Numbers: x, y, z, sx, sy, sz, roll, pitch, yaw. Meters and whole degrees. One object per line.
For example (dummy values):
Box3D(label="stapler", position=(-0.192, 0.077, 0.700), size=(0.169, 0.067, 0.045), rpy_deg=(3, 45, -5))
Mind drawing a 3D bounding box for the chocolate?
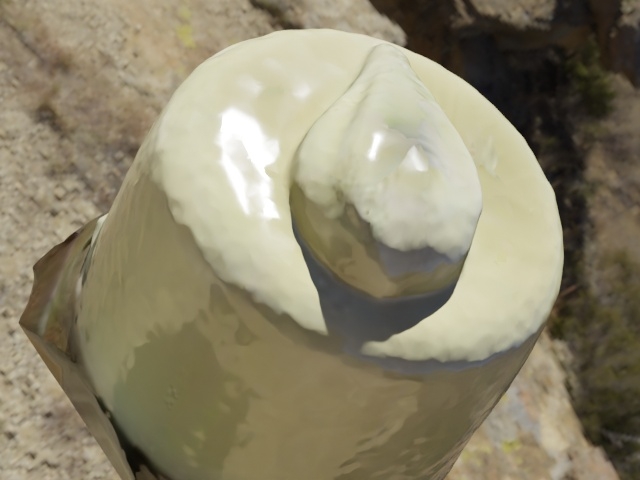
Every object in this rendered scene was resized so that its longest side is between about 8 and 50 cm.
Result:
Box3D(label="chocolate", position=(0.000, 0.000, 0.815), size=(0.314, 0.297, 0.326), rpy_deg=(-17, 52, -36))
